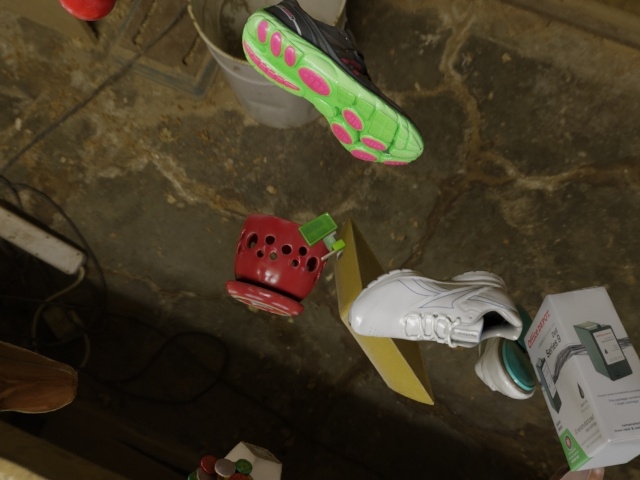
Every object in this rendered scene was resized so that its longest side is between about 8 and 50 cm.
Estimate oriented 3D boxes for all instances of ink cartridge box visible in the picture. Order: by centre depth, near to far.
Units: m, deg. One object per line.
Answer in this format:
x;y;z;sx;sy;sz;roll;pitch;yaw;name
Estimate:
0.513;0.264;1.133;0.122;0.211;0.289;-8;55;-2;ink cartridge box

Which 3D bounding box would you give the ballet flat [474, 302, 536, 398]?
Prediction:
0.437;0.278;1.410;0.139;0.400;0.139;6;109;18;ballet flat

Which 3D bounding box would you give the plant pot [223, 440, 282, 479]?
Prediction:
-0.141;0.476;1.202;0.109;0.109;0.096;32;81;-31;plant pot

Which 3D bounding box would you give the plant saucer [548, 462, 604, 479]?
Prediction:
0.524;0.519;1.239;0.169;0.029;0.168;-12;119;-22;plant saucer

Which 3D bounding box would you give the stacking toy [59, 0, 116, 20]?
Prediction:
-0.267;-0.417;0.818;0.330;0.141;0.141;-21;78;42;stacking toy

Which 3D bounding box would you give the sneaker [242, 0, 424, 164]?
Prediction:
0.061;-0.356;1.303;0.483;0.185;0.202;40;59;-15;sneaker

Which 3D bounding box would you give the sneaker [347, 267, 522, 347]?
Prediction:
0.193;0.116;0.961;0.297;0.129;0.110;-5;120;-13;sneaker

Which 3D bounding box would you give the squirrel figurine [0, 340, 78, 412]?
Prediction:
-0.516;0.274;0.585;0.397;0.281;0.370;23;97;-5;squirrel figurine

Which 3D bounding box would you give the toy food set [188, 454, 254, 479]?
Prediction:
-0.112;0.286;0.685;0.083;0.082;0.020;10;119;-26;toy food set

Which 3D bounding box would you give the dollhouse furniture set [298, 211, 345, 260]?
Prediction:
0.000;0.000;1.050;0.059;0.151;0.076;-32;79;-6;dollhouse furniture set

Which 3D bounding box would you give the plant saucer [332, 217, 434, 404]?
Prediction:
0.122;0.160;1.304;0.081;0.332;0.332;-28;117;13;plant saucer

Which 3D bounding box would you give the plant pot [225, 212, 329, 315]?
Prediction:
-0.089;0.057;1.219;0.191;0.191;0.174;16;77;4;plant pot
